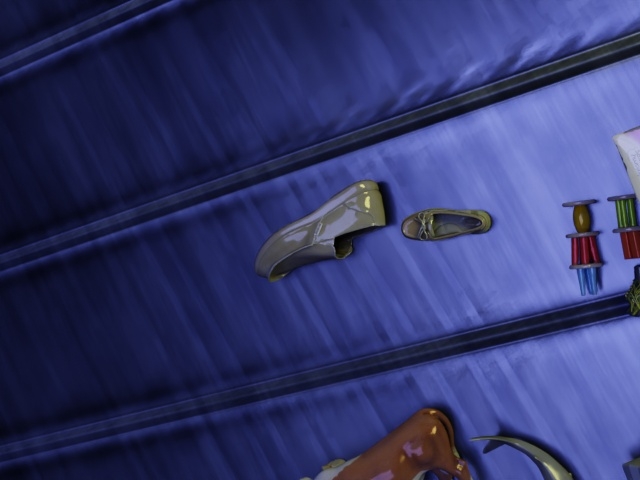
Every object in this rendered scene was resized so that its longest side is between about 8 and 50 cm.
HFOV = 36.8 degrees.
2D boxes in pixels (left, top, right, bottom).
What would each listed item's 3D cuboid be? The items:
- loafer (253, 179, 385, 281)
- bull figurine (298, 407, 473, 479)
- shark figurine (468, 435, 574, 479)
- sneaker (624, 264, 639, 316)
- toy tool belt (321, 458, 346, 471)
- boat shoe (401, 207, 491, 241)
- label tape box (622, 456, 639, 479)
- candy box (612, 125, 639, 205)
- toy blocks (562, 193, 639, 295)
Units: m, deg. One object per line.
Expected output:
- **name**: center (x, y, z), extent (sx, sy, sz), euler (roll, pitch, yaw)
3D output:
- **loafer**: center (0.000, 0.000, 1.649), extent (0.268, 0.102, 0.092), euler (-36, 72, 20)
- **bull figurine**: center (0.105, 0.414, 1.598), extent (0.310, 0.101, 0.188), euler (-37, 87, 7)
- **shark figurine**: center (0.362, 0.405, 1.506), extent (0.166, 0.116, 0.278), euler (-29, 83, 20)
- **sneaker**: center (0.485, 0.079, 1.480), extent (0.035, 0.031, 0.083), euler (-4, 90, 24)
- **toy tool belt**: center (0.034, 0.424, 1.679), extent (0.052, 0.051, 0.083), euler (-40, 77, 20)
- **boat shoe**: center (0.202, -0.026, 1.589), extent (0.153, 0.048, 0.056), euler (0, 92, 23)
- **label tape box**: center (0.555, 0.415, 1.291), extent (0.115, 0.347, 0.249), euler (-19, 84, -3)
- **candy box**: center (0.492, -0.082, 1.380), extent (0.070, 0.196, 0.164), euler (-22, 84, 23)
- **toy blocks**: center (0.443, 0.008, 1.483), extent (0.123, 0.054, 0.148), euler (-7, 89, 24)
